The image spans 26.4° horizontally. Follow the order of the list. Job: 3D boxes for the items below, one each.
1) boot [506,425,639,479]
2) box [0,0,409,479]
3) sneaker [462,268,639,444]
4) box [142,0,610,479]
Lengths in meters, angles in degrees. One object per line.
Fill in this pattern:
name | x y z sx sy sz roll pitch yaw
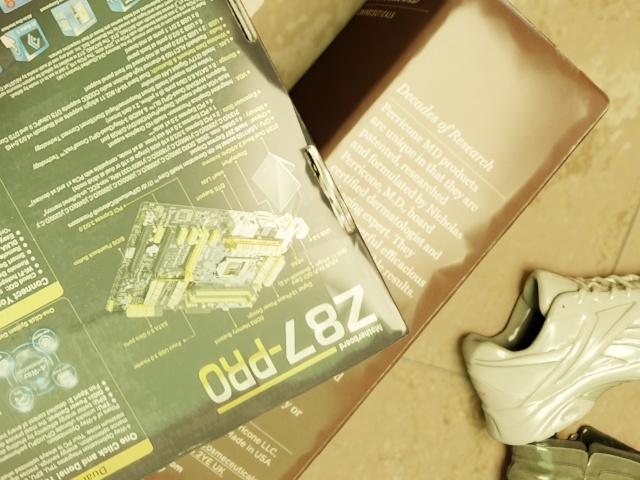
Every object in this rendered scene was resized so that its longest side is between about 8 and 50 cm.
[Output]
boot | 0.246 0.249 1.139 0.246 0.083 0.161 20 92 -22
box | -0.193 0.003 0.764 0.395 0.097 0.318 -29 98 -2
sneaker | 0.216 0.062 1.075 0.232 0.090 0.115 -31 107 -8
box | 0.000 0.000 0.934 0.143 0.191 0.381 41 89 -17
